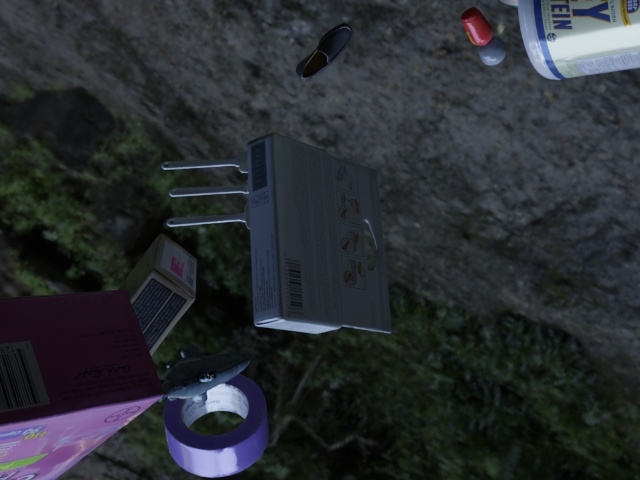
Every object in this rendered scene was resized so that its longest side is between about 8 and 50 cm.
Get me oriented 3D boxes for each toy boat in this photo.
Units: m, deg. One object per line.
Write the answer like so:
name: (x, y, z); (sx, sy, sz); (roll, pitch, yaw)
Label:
toy boat: (0.463, -0.553, 2.084); (0.148, 0.318, 0.267); (47, 178, -33)

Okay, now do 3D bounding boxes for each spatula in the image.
spatula: (-0.197, -0.100, 1.848); (0.241, 0.168, 0.019); (-4, 170, -9)

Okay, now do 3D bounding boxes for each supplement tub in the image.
supplement tub: (0.541, -0.423, 1.616); (0.324, 0.236, 0.235); (-4, 165, 33)

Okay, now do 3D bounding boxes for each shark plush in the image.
shark plush: (-0.143, 0.147, 1.025); (0.067, 0.073, 0.161); (-10, 169, 22)

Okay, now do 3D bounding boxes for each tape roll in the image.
tape roll: (-0.190, 0.334, 1.666); (0.188, 0.080, 0.189); (-2, -142, 1)

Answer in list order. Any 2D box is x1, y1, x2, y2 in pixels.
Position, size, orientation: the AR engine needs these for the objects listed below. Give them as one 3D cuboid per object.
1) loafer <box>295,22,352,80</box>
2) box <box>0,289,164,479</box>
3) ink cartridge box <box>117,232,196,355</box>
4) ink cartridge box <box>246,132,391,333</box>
loafer: (0.013, -0.436, 2.122); (0.062, 0.170, 0.061); (39, -169, -16)
box: (-0.310, 0.157, 0.844); (0.213, 0.243, 0.117); (-1, -120, -50)
ink cartridge box: (-0.292, 0.112, 1.502); (0.088, 0.193, 0.235); (37, -173, -13)
ink cartridge box: (0.000, 0.000, 1.347); (0.060, 0.275, 0.238); (-17, 159, 39)
